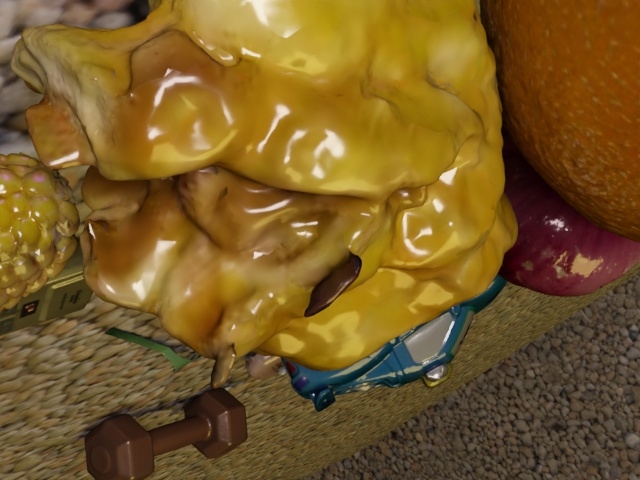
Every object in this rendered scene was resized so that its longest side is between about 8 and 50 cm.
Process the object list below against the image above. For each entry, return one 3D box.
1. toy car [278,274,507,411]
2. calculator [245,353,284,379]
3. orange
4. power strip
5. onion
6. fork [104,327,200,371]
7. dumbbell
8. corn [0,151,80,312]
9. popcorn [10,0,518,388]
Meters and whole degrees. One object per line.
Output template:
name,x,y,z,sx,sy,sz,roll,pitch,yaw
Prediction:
toy car,0.098,0.078,1.077,0.314,0.166,0.198,-28,168,-5
calculator,-0.015,0.122,1.245,0.175,0.032,0.100,-28,164,-3
orange,0.198,-0.119,0.473,0.264,0.264,0.264,-27,164,-8
power strip,-0.219,0.043,0.666,0.169,0.028,0.076,-19,161,-30
onion,0.211,-0.036,0.882,0.177,0.177,0.153,-14,126,-43
fork,-0.162,0.113,0.990,0.039,0.021,0.235,-33,164,4
dumbbell,-0.191,0.249,1.246,0.092,0.082,0.231,-40,160,31
corn,-0.251,0.032,0.448,0.292,0.101,0.101,-22,163,-17
popcorn,-0.010,-0.051,0.450,0.190,0.191,0.253,-49,151,24
